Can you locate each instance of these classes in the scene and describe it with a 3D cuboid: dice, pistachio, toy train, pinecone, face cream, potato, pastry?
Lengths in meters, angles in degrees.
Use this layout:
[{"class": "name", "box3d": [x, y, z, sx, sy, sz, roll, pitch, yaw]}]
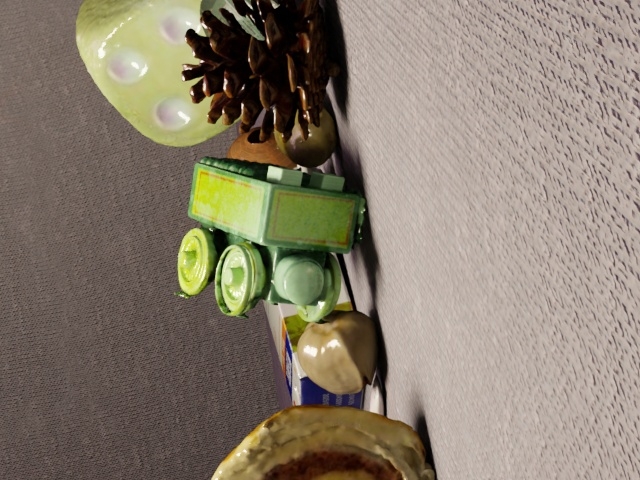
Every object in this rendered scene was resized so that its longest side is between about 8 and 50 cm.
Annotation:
[{"class": "dice", "box3d": [-0.215, -0.323, 2.008, 0.249, 0.252, 0.254, 49, -159, -33]}, {"class": "pistachio", "box3d": [0.028, 0.143, 1.628, 0.149, 0.113, 0.113, 61, -168, -57]}, {"class": "toy train", "box3d": [-0.070, -0.004, 1.586, 0.272, 0.159, 0.188, 21, 102, 59]}, {"class": "pinecone", "box3d": [-0.072, -0.215, 1.538, 0.208, 0.208, 0.207, 170, 90, -84]}, {"class": "face cream", "box3d": [0.074, 0.223, 1.680, 0.038, 0.020, 0.115, -93, 3, -49]}, {"class": "potato", "box3d": [-0.022, -0.147, 1.702, 0.138, 0.070, 0.091, -123, 42, -69]}, {"class": "pastry", "box3d": [0.001, 0.295, 1.424, 0.170, 0.256, 0.236, 21, -109, -89]}]

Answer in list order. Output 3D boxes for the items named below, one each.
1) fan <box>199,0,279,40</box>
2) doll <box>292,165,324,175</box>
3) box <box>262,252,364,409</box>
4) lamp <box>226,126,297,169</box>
[{"class": "fan", "box3d": [-0.059, -0.264, 1.771, 0.294, 0.012, 0.223, 2, 125, 52]}, {"class": "doll", "box3d": [-0.013, -0.054, 1.749, 0.207, 0.081, 0.129, -131, 34, -75]}, {"class": "box", "box3d": [-0.022, 0.094, 1.890, 0.200, 0.107, 0.299, 92, 164, -62]}, {"class": "lamp", "box3d": [-0.086, -0.118, 2.052, 0.136, 0.136, 0.136, 170, 90, -84]}]
